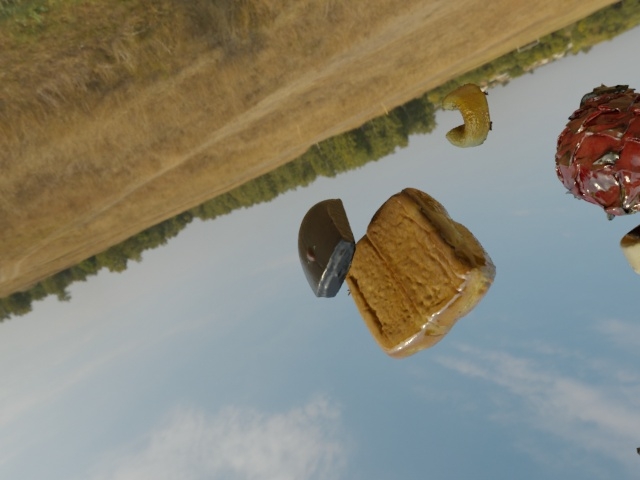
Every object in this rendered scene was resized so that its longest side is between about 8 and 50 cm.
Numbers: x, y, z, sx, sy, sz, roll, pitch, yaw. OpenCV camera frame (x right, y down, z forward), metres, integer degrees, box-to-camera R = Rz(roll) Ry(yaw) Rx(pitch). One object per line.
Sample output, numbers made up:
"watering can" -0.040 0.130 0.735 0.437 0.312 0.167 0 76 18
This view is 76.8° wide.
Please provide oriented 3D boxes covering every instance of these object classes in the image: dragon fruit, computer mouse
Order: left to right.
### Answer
"computer mouse" 0.000 0.000 0.962 0.100 0.170 0.269 9 -150 -14
"dragon fruit" 0.630 -0.185 0.868 0.245 0.245 0.298 -10 -118 51

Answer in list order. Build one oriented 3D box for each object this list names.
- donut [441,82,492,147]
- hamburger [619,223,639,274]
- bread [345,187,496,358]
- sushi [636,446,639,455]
"donut" 0.410 -0.345 1.139 0.078 0.181 0.146 -18 -154 -18
"hamburger" 0.543 0.005 0.628 0.127 0.081 0.141 -36 174 7
"bread" 0.218 0.080 0.956 0.148 0.327 0.336 11 -148 -33
"sushi" 0.811 0.458 0.720 0.178 0.352 0.294 -62 -169 15
